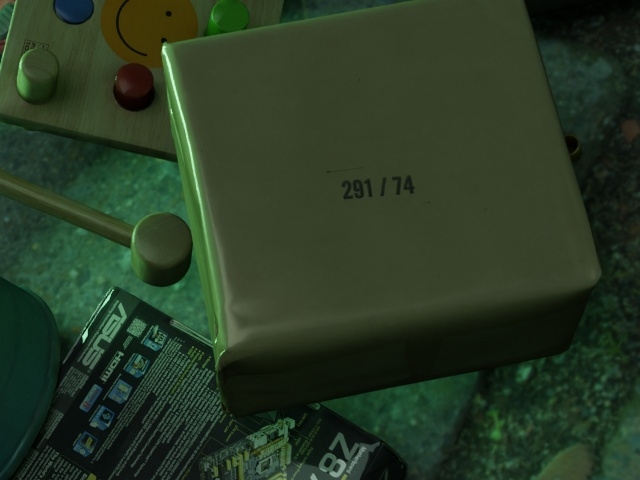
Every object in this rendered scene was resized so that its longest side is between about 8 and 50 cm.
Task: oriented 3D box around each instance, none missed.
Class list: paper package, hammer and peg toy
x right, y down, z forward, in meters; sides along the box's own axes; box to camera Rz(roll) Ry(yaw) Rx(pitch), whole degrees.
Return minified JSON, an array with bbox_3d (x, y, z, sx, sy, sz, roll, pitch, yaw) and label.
[{"bbox_3d":[0.044,-0.036,1.664,0.325,0.168,0.309,-10,67,-6],"label":"paper package"},{"bbox_3d":[-0.182,-0.156,1.838,0.266,0.127,0.361,14,69,-8],"label":"hammer and peg toy"}]

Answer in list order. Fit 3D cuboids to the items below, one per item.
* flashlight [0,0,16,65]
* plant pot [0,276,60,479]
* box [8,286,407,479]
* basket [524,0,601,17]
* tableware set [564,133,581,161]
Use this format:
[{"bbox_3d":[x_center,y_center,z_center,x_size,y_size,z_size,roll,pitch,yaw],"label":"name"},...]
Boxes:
[{"bbox_3d":[-0.358,-0.153,1.975,0.304,0.103,0.103,-46,25,1],"label":"flashlight"},{"bbox_3d":[-0.421,0.098,1.746,0.271,0.255,0.272,-25,45,28],"label":"plant pot"},{"bbox_3d":[-0.159,0.279,1.713,0.318,0.097,0.395,27,79,28],"label":"box"},{"bbox_3d":[0.227,-0.294,1.802,0.227,0.154,0.204,-21,64,14],"label":"basket"},{"bbox_3d":[0.173,-0.049,1.781,0.154,0.024,0.104,-38,61,0],"label":"tableware set"}]
